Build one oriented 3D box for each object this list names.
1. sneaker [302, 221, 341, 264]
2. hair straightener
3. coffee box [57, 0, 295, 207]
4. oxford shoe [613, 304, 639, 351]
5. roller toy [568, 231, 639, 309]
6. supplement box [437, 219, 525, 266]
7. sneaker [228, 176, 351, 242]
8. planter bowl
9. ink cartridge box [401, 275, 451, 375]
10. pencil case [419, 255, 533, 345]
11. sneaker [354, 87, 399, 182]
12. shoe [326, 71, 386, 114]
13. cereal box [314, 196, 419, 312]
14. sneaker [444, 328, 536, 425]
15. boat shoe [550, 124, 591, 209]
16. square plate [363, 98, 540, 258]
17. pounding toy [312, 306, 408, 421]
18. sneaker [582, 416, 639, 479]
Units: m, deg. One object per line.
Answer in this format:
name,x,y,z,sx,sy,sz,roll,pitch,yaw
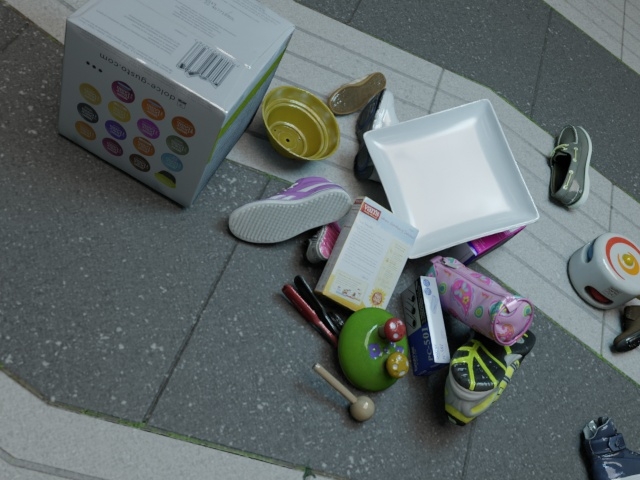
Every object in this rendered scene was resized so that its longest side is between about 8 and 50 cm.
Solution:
sneaker,0.000,0.000,1.529,0.063,0.074,0.170,54,28,-20
hair straightener,0.020,0.164,1.451,0.230,0.047,0.089,46,54,5
coffee box,-0.313,-0.346,1.412,0.337,0.334,0.338,31,52,-5
oxford shoe,0.860,0.234,1.802,0.227,0.083,0.096,-25,55,-34
roller toy,0.805,0.083,1.808,0.191,0.146,0.210,-7,66,-28
supplement box,0.412,-0.018,1.703,0.220,0.111,0.114,-23,73,-34
sneaker,-0.080,-0.078,1.531,0.281,0.102,0.161,-11,27,-10
planter bowl,-0.065,-0.270,1.632,0.217,0.090,0.217,15,58,-25
ink cartridge box,0.240,0.197,1.505,0.046,0.097,0.207,6,59,-21
pencil case,0.349,0.130,1.496,0.124,0.124,0.284,-3,21,-27
sneaker,0.168,-0.273,1.757,0.129,0.111,0.297,21,62,-25
shoe,0.094,-0.405,1.820,0.219,0.058,0.077,-33,110,-32
cereal box,0.107,0.044,1.476,0.173,0.047,0.240,30,78,-27
sneaker,0.376,0.284,1.508,0.145,0.147,0.384,32,30,26
boat shoe,0.756,-0.241,1.999,0.091,0.109,0.305,23,58,-18
square plate,0.317,-0.154,1.619,0.343,0.049,0.348,-16,74,-6
pounding toy,0.125,0.246,1.382,0.237,0.110,0.183,-46,107,-32
sneaker,0.730,0.499,1.568,0.226,0.086,0.164,-2,65,-25
